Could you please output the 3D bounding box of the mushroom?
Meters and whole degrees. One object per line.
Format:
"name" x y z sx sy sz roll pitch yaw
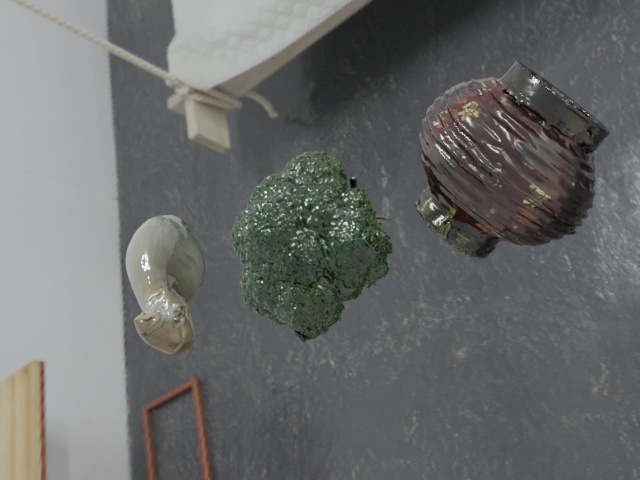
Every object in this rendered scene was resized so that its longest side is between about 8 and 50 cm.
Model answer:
"mushroom" -0.193 0.045 0.864 0.093 0.116 0.225 -42 23 9

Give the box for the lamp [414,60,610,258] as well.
"lamp" 0.226 -0.091 0.844 0.247 0.247 0.246 -13 69 36

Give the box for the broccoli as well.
"broccoli" 0.000 0.000 1.162 0.304 0.283 0.321 -35 62 37
